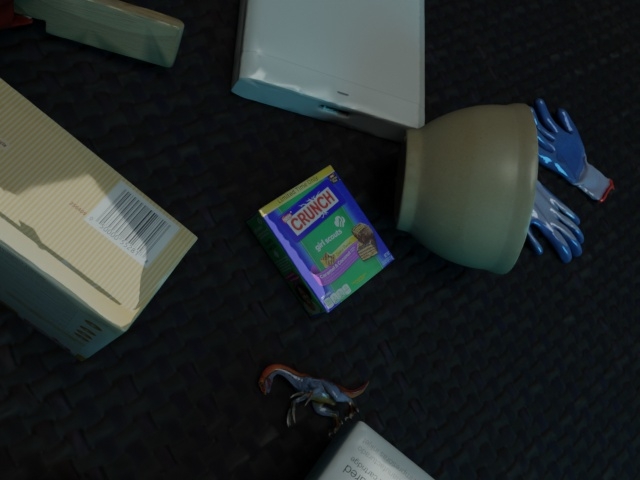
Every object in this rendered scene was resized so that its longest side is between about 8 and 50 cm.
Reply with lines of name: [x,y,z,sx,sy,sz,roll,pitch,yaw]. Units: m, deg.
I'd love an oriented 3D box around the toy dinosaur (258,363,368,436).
toy dinosaur: [-0.011,0.129,0.526,0.082,0.047,0.090,44,27,1]

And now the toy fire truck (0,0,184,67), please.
toy fire truck: [-0.210,-0.189,0.416,0.246,0.217,0.158,-36,93,-46]

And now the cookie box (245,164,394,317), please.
cookie box: [0.000,0.000,0.556,0.092,0.040,0.107,-36,92,-30]

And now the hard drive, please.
hard drive: [0.019,-0.270,0.649,0.203,0.040,0.307,11,71,-24]

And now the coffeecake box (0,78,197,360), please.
coffeecake box: [-0.174,0.001,0.381,0.142,0.185,0.068,40,61,-12]

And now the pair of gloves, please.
pair of gloves: [0.279,-0.072,0.735,0.159,0.023,0.198,43,60,-9]

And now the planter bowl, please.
planter bowl: [0.128,-0.053,0.587,0.109,0.162,0.162,5,70,3]

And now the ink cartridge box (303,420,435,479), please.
ink cartridge box: [0.018,0.271,0.433,0.160,0.092,0.219,37,59,7]
